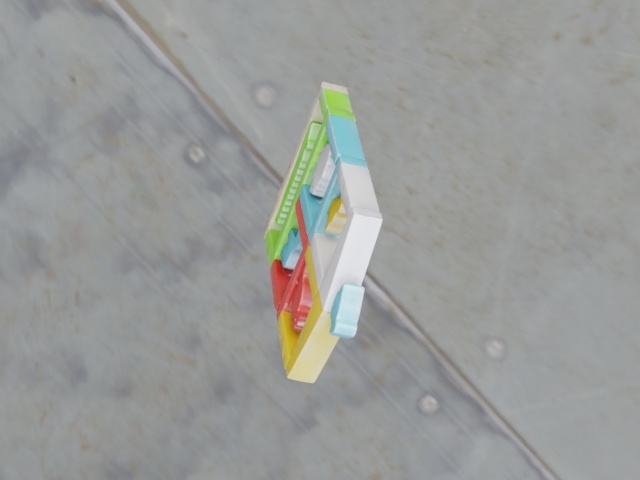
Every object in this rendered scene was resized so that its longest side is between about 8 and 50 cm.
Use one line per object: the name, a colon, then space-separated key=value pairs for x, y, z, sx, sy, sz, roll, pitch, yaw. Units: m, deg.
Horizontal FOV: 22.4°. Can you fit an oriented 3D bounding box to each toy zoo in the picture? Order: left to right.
toy zoo: x=0.000 y=0.000 z=1.541 sx=0.030 sy=0.293 sz=0.192 roll=13 pitch=122 yaw=-16
